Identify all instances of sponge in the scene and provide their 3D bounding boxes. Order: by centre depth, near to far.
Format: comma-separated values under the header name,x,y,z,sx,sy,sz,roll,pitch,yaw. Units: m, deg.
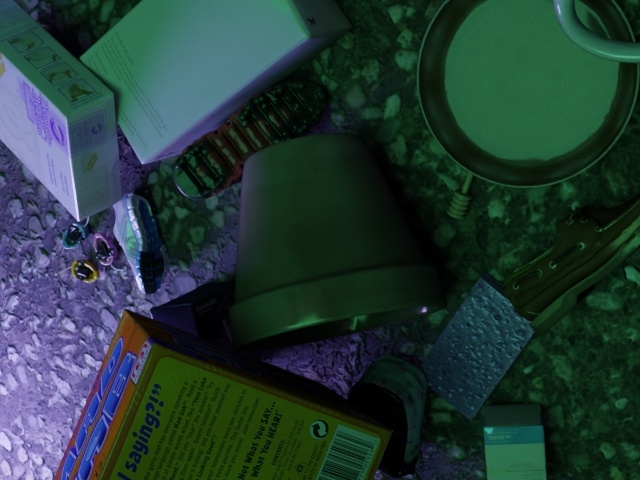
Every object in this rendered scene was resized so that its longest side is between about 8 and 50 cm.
name,x,y,z,sx,sy,sz,roll,pitch,yaw
sponge,0.244,0.166,1.606,0.117,0.031,0.210,38,119,15

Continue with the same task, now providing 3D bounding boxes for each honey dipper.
name,x,y,z,sx,sy,sz,roll,pitch,yaw
honey dipper,0.226,-0.109,1.540,0.030,0.030,0.160,25,113,20

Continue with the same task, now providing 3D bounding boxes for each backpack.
name,x,y,z,sx,sy,sz,roll,pitch,yaw
backpack,0.101,0.275,1.659,0.152,0.115,0.182,17,128,17

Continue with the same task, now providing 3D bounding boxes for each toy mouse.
name,x,y,z,sx,sy,sz,roll,pitch,yaw
toy mouse,-0.424,0.008,1.924,0.161,0.031,0.143,11,109,25

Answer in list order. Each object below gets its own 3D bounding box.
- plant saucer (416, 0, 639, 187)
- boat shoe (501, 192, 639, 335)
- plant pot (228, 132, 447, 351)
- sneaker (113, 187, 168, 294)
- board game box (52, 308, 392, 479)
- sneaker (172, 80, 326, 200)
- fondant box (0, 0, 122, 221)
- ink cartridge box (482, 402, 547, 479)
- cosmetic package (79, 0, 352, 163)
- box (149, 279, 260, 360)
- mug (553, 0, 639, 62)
name,x,y,z,sx,sy,sz,roll,pitch,yaw
plant saucer,0.288,-0.230,1.449,0.311,0.050,0.310,5,103,24
boat shoe,0.373,0.004,1.444,0.104,0.111,0.307,48,117,13
plant pot,0.000,0.000,1.558,0.323,0.323,0.280,-19,79,31
sneaker,-0.330,0.004,1.858,0.083,0.071,0.190,-8,92,36
board game box,-0.172,0.344,1.514,0.356,0.356,0.356,23,87,-17
sneaker,-0.110,-0.167,1.667,0.276,0.135,0.097,-34,94,8
fondant box,-0.470,-0.225,1.755,0.330,0.096,0.238,41,145,28
ink cartridge box,0.296,0.332,1.576,0.090,0.092,0.143,-3,102,9
cosmetic package,-0.169,-0.310,1.628,0.385,0.156,0.217,-30,89,30
box,-0.194,0.165,1.770,0.093,0.156,0.158,-10,99,30
mug,0.381,-0.396,1.247,0.328,0.276,0.374,2,117,18
